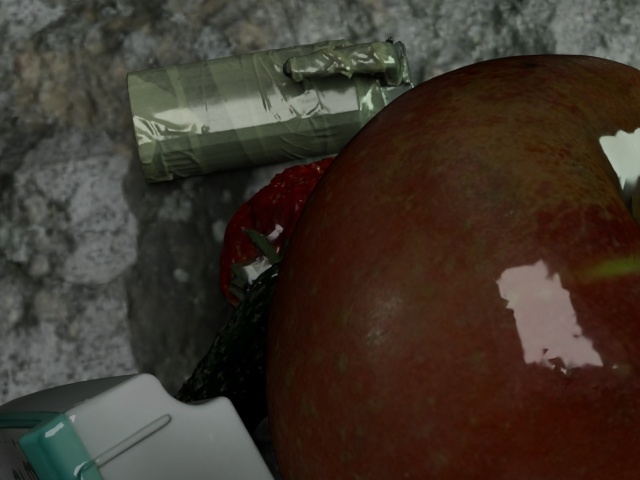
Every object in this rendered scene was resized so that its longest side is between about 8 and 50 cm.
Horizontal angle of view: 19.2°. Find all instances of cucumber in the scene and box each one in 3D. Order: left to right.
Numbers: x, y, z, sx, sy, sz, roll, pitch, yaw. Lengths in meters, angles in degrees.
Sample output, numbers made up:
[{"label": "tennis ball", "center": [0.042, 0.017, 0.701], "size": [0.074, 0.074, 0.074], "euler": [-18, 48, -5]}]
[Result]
[{"label": "cucumber", "center": [-0.065, 0.108, 1.228], "size": [0.067, 0.067, 0.245], "euler": [42, 106, 11]}]

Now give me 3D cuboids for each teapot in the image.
[{"label": "teapot", "center": [-0.033, -0.101, 1.324], "size": [0.200, 0.107, 0.077], "euler": [-10, 69, -6]}]

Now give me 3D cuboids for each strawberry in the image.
[{"label": "strawberry", "center": [-0.002, 0.006, 1.294], "size": [0.131, 0.148, 0.131], "euler": [5, 112, 12]}]

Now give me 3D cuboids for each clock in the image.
[{"label": "clock", "center": [-0.093, 0.200, 1.122], "size": [0.116, 0.231, 0.262], "euler": [-30, 96, -23]}]

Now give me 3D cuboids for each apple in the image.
[{"label": "apple", "center": [0.134, 0.073, 1.071], "size": [0.348, 0.277, 0.348], "euler": [23, 43, -23]}]
